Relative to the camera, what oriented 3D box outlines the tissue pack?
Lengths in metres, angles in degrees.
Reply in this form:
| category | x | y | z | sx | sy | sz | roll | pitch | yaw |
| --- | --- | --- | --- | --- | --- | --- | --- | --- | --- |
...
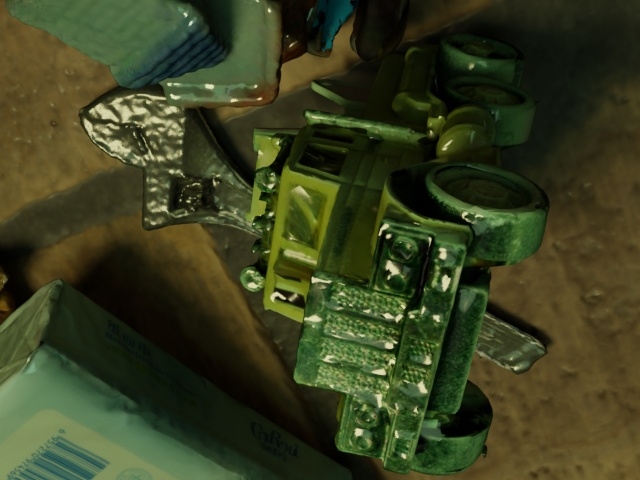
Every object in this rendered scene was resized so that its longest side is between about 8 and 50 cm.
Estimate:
| category | x | y | z | sx | sy | sz | roll | pitch | yaw |
| --- | --- | --- | --- | --- | --- | --- | --- | --- | --- |
| tissue pack | -0.124 | 0.157 | 0.629 | 0.177 | 0.089 | 0.263 | -39 | 123 | 22 |

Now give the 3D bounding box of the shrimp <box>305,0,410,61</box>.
| category | x | y | z | sx | sy | sz | roll | pitch | yaw |
| --- | --- | --- | --- | --- | --- | --- | --- | --- | --- |
| shrimp | 0.008 | -0.295 | 0.408 | 0.221 | 0.110 | 0.445 | 3 | 114 | 10 |

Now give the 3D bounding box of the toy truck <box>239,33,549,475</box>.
| category | x | y | z | sx | sy | sz | roll | pitch | yaw |
| --- | --- | --- | --- | --- | --- | --- | --- | --- | --- |
| toy truck | 0.025 | -0.013 | 0.455 | 0.135 | 0.259 | 0.128 | 10 | 118 | 0 |

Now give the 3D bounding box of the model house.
| category | x | y | z | sx | sy | sz | roll | pitch | yaw |
| --- | --- | --- | --- | --- | --- | --- | --- | --- | --- |
| model house | -0.037 | -0.120 | 0.398 | 0.119 | 0.148 | 0.149 | -30 | 136 | 30 |

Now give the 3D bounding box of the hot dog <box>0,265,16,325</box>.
| category | x | y | z | sx | sy | sz | roll | pitch | yaw |
| --- | --- | --- | --- | --- | --- | --- | --- | --- | --- |
| hot dog | -0.294 | 0.081 | 0.636 | 0.249 | 0.076 | 0.102 | -36 | 105 | 21 |

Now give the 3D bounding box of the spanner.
| category | x | y | z | sx | sy | sz | roll | pitch | yaw |
| --- | --- | --- | --- | --- | --- | --- | --- | --- | --- |
| spanner | 0.000 | 0.000 | 0.598 | 0.326 | 0.026 | 0.093 | 28 | 115 | -11 |
